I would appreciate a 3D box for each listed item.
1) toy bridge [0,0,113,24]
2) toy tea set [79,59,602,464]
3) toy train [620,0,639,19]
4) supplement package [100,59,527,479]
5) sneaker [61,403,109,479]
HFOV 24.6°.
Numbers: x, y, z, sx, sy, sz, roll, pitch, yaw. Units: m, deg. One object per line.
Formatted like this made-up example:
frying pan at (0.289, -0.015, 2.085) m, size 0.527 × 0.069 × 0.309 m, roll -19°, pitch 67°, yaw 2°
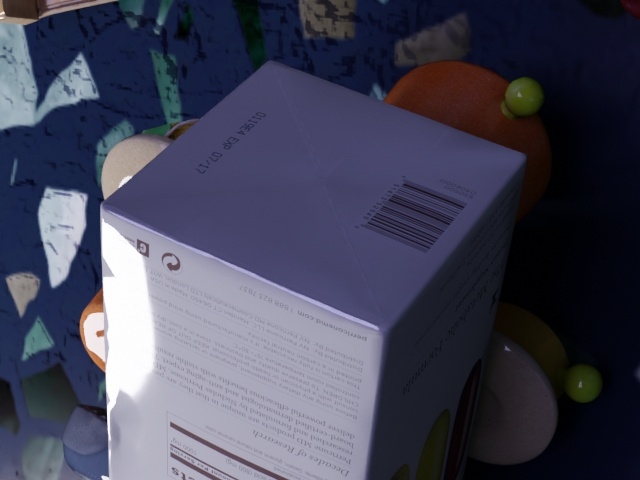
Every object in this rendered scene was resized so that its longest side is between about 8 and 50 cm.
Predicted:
toy bridge at (-0.124, -0.170, 0.913) m, size 0.188 × 0.063 × 0.026 m, roll -14°, pitch 83°, yaw 38°
toy tea set at (0.000, 0.000, 0.817) m, size 0.336 × 0.124 × 0.200 m, roll 5°, pitch 123°, yaw 34°
toy train at (0.200, -0.174, 0.622) m, size 0.248 × 0.105 × 0.143 m, roll 11°, pitch 87°, yaw 51°
supplement package at (-0.008, 0.067, 0.681) m, size 0.134 × 0.139 × 0.244 m, roll 23°, pitch 133°, yaw 20°
sneaker at (-0.054, 0.208, 0.819) m, size 0.319 × 0.112 × 0.131 m, roll 30°, pitch 88°, yaw 34°
